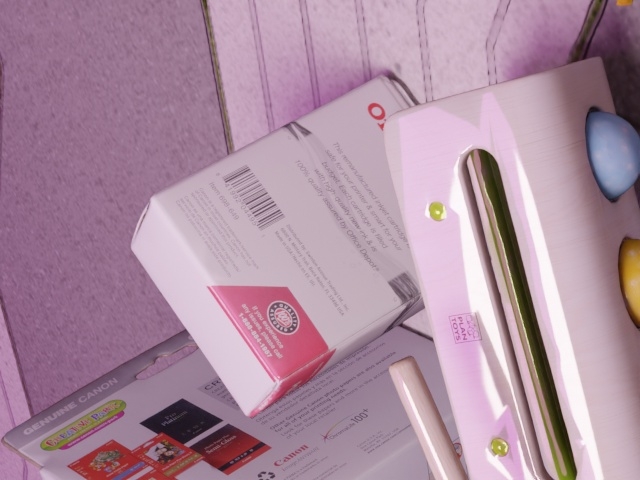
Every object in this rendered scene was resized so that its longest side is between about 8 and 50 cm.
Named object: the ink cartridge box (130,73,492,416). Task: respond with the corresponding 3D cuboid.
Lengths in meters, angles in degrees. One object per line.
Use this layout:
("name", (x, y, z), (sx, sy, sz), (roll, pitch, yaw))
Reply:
("ink cartridge box", (0.000, 0.000, 1.100), (0.159, 0.218, 0.092), (55, 152, 10))

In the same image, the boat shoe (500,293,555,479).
("boat shoe", (0.199, 0.133, 1.057), (0.254, 0.079, 0.095), (50, 144, 12))

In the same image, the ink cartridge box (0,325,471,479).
("ink cartridge box", (-0.048, 0.179, 1.217), (0.271, 0.309, 0.130), (24, 132, 44))

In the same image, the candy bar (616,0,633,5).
("candy bar", (0.135, -0.175, 0.968), (0.161, 0.018, 0.040), (21, 130, 46))

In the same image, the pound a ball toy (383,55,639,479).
("pound a ball toy", (0.138, 0.064, 0.901), (0.135, 0.208, 0.319), (-13, 94, 30))
